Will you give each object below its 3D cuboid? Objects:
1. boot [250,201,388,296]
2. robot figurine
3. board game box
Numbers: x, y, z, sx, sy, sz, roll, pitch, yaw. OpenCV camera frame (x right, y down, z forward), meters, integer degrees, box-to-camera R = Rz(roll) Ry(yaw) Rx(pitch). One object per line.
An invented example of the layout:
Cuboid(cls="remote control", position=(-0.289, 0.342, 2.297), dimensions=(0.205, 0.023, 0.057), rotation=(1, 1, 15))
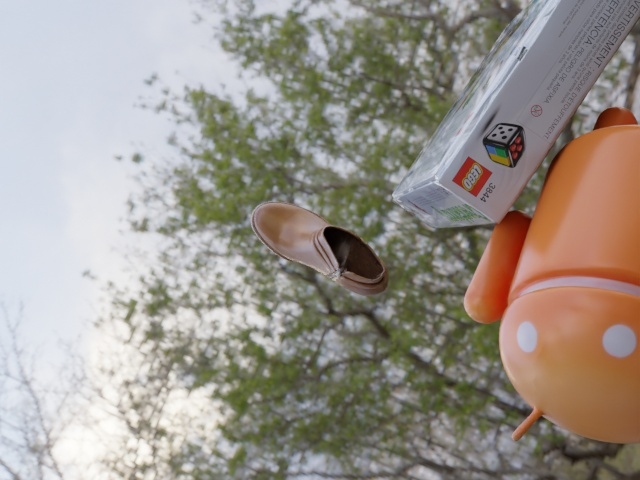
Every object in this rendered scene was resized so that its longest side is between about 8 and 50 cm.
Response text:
Cuboid(cls="boot", position=(0.000, 0.000, 1.196), dimensions=(0.073, 0.197, 0.152), rotation=(-61, -4, -6))
Cuboid(cls="robot figurine", position=(0.180, 0.022, 0.567), dimensions=(0.128, 0.158, 0.219), rotation=(114, 180, -62))
Cuboid(cls="board game box", position=(0.137, -0.102, 0.727), dimensions=(0.193, 0.053, 0.305), rotation=(-56, 1, 0))
